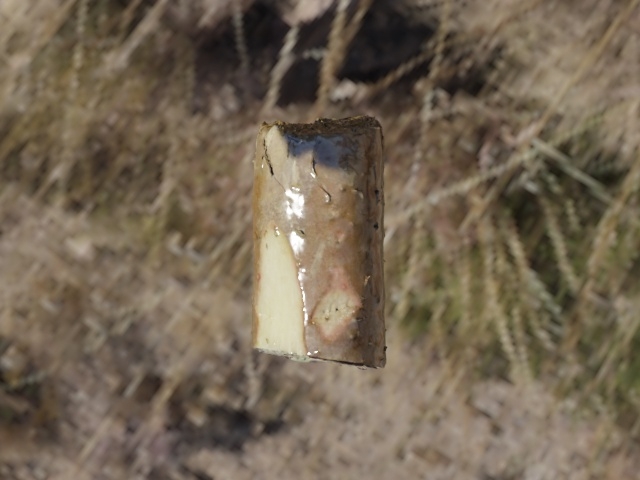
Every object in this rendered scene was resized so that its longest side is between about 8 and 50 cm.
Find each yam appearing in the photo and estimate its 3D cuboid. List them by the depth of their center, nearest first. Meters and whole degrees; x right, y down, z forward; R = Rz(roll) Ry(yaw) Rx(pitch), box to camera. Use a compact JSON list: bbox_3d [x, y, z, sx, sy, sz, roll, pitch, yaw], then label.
[{"bbox_3d":[0.001,0.000,1.701,0.129,0.238,0.128,2,179,11],"label":"yam"}]
